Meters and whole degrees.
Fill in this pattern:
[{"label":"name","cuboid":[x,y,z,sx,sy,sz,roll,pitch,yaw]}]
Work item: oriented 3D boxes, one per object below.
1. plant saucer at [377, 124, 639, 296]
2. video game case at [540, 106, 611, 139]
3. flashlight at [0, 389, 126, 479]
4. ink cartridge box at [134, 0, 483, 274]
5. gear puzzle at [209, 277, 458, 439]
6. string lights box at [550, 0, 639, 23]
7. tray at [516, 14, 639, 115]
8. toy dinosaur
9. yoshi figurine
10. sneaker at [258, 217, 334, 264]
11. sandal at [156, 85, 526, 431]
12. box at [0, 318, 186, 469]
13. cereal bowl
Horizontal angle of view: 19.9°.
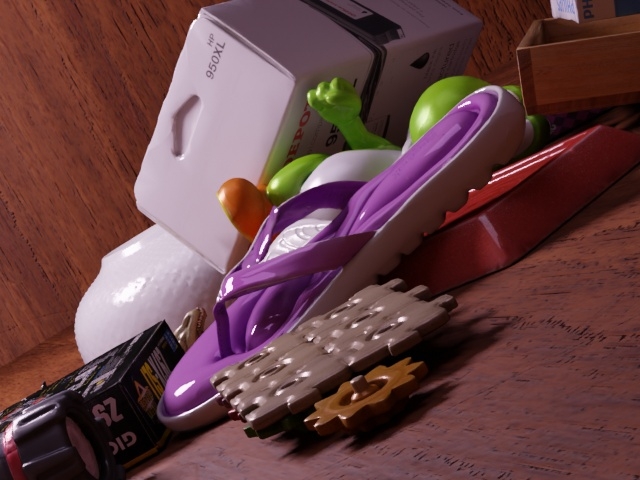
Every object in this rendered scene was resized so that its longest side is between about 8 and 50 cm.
[{"label":"plant saucer","cuboid":[0.142,-0.016,1.657,0.258,0.048,0.259,-25,8,47]},{"label":"video game case","cuboid":[0.272,-0.151,2.254,0.232,0.042,0.210,-28,6,18]},{"label":"flashlight","cuboid":[-0.310,0.233,1.495,0.304,0.103,0.103,-28,8,10]},{"label":"ink cartridge box","cuboid":[-0.011,-0.156,2.242,0.395,0.166,0.285,-23,-38,-49]},{"label":"gear puzzle","cuboid":[0.021,0.096,1.315,0.175,0.044,0.339,-29,8,-8]},{"label":"string lights box","cuboid":[0.386,-0.294,1.984,0.259,0.077,0.133,-10,11,-4]},{"label":"tray","cuboid":[0.324,-0.201,1.947,0.202,0.076,0.411,-7,9,10]},{"label":"toy dinosaur","cuboid":[-0.232,0.163,1.955,0.268,0.064,0.118,-32,-14,5]},{"label":"yoshi figurine","cuboid":[0.070,-0.077,1.973,0.362,0.204,0.203,-27,21,5]},{"label":"sneaker","cuboid":[-0.001,0.028,1.828,0.232,0.090,0.115,-29,10,40]},{"label":"sandal","cuboid":[-0.003,-0.003,1.597,0.416,0.102,0.169,-42,15,0]},{"label":"box","cuboid":[-0.256,0.191,1.731,0.257,0.079,0.322,-32,5,5]},{"label":"cereal bowl","cuboid":[-0.185,0.044,2.415,0.339,0.141,0.339,-30,6,3]}]
